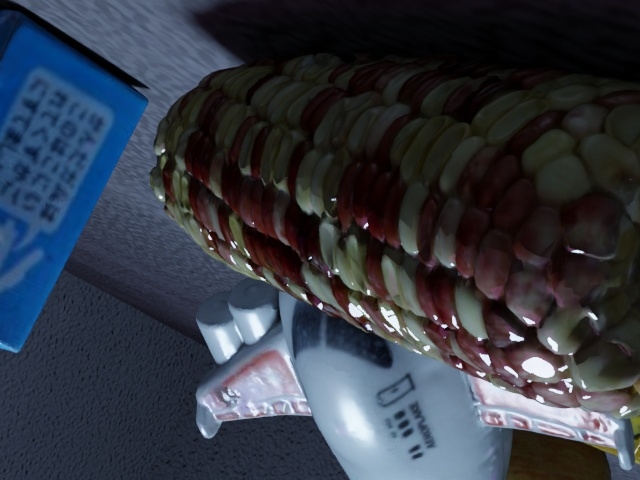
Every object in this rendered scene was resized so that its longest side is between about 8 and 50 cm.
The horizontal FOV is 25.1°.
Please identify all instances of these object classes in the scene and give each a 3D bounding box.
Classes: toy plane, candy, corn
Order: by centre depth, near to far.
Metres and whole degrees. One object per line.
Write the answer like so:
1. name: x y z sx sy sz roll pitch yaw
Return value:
1. corn: 0.025 -0.015 0.484 0.098 0.098 0.290 30 174 -30
2. toy plane: 0.044 0.088 0.760 0.252 0.118 0.252 15 130 18
3. candy: -0.237 -0.050 0.834 0.100 0.157 0.306 31 170 -36

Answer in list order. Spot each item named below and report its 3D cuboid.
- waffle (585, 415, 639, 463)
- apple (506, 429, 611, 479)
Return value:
1. waffle: 0.150 0.088 0.895 0.261 0.056 0.250 22 172 11
2. apple: 0.150 0.229 1.250 0.188 0.211 0.211 5 176 -13
